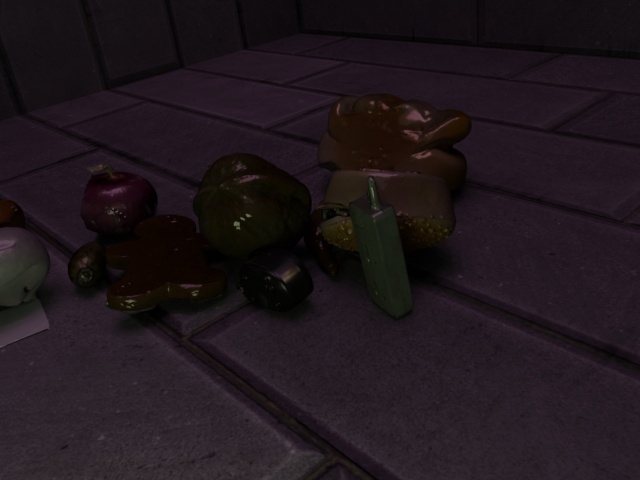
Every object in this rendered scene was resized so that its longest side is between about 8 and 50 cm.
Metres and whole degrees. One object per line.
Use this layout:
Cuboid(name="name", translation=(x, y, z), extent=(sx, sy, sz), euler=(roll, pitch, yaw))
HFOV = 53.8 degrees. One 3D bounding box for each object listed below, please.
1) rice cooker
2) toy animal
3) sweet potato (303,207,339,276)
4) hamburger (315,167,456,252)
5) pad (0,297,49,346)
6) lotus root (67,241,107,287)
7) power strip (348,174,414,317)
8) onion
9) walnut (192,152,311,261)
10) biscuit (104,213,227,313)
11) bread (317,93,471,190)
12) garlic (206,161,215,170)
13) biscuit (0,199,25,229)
Cuboid(name="rice cooker", translation=(-0.092, 0.079, 1.277), extent=(0.165, 0.112, 0.106), euler=(6, 36, 39))
Cuboid(name="toy animal", translation=(-0.726, 0.068, 1.363), extent=(0.264, 0.206, 0.271), euler=(-21, 25, -14))
Cuboid(name="sweet potato", translation=(-0.001, 0.002, 1.446), extent=(0.074, 0.075, 0.270), euler=(-9, 38, -2))
Cuboid(name="hamburger", translation=(0.140, -0.055, 1.338), extent=(0.301, 0.171, 0.302), euler=(5, 0, 0))
Cuboid(name="pad", translation=(-0.702, 0.195, 1.338), extent=(0.231, 0.004, 0.156), euler=(-22, 31, -24))
Cuboid(name="lotus root", translation=(-0.540, 0.055, 1.466), extent=(0.080, 0.089, 0.179), euler=(17, 16, -17))
Cuboid(name="power strip", translation=(0.110, 0.009, 1.164), extent=(0.053, 0.288, 0.093), euler=(-27, 32, -18))
Cuboid(name="onion", translation=(-0.523, -0.100, 1.676), extent=(0.200, 0.201, 0.207), euler=(-12, -4, -8))
Cuboid(name="walnut", translation=(-0.144, -0.067, 1.398), extent=(0.282, 0.283, 0.228), euler=(-6, 69, 3))
Cuboid(name="biscuit", translation=(-0.350, 0.044, 1.461), extent=(0.282, 0.064, 0.432), euler=(-8, 25, -15))
Cuboid(name="bread", translation=(0.185, -0.254, 1.682), extent=(0.423, 0.246, 0.329), euler=(21, 39, 36))
Cuboid(name="garlic", translation=(-0.220, -0.162, 1.771), extent=(0.195, 0.101, 0.087), euler=(16, 67, 26))
Cuboid(name="biscuit", translation=(-0.951, -0.021, 1.705), extent=(0.296, 0.102, 0.296), euler=(-3, 28, 2))
